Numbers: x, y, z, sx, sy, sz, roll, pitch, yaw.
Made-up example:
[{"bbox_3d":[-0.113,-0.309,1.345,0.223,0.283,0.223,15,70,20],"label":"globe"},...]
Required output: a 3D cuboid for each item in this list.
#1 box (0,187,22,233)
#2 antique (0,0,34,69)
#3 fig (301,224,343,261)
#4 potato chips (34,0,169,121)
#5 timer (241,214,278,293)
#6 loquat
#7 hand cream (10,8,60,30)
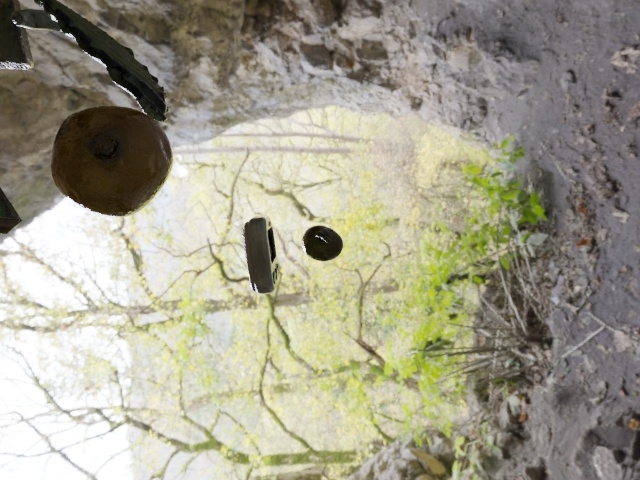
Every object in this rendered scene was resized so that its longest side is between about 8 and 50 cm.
[{"bbox_3d":[-0.959,-0.129,1.262,0.240,0.071,0.159,51,-171,12],"label":"box"},{"bbox_3d":[-1.099,-0.749,1.601,0.125,0.150,0.284,-160,68,-69],"label":"antique"},{"bbox_3d":[0.000,0.000,0.960,0.084,0.082,0.098,49,170,27],"label":"fig"},{"bbox_3d":[-0.591,-0.516,1.305,0.358,0.070,0.429,52,-171,20],"label":"potato chips"},{"bbox_3d":[-0.188,0.042,1.472,0.262,0.087,0.237,-103,5,-84],"label":"timer"},{"bbox_3d":[-0.377,-0.149,0.842,0.246,0.213,0.213,173,88,-72],"label":"loquat"},{"bbox_3d":[-0.799,-0.621,1.300,0.165,0.037,0.057,-60,-34,-64],"label":"hand cream"}]
